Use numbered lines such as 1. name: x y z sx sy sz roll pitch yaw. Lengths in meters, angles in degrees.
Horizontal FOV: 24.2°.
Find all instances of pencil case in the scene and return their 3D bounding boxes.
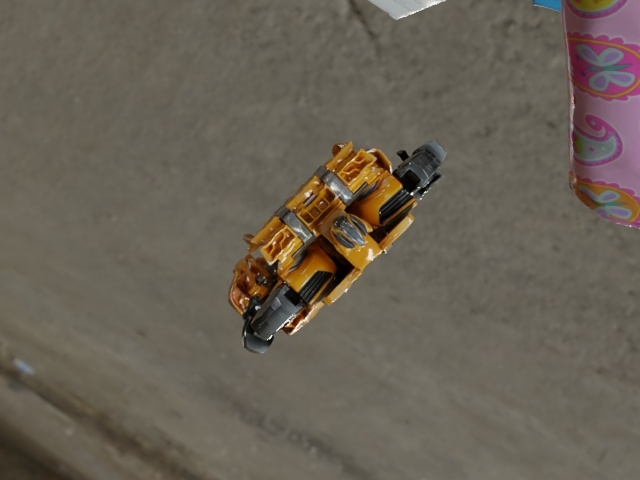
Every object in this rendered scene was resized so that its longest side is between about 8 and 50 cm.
1. pencil case: 0.225 -0.132 1.013 0.124 0.124 0.284 26 150 28

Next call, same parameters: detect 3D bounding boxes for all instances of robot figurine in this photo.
1. robot figurine: 0.000 0.000 1.177 0.085 0.211 0.291 44 172 1

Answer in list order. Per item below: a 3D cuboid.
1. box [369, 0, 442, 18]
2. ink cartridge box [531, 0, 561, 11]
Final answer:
1. box: 0.110 -0.395 1.916 0.182 0.119 0.181 -16 151 39
2. ink cartridge box: 0.368 -0.319 1.564 0.233 0.168 0.171 19 125 12
